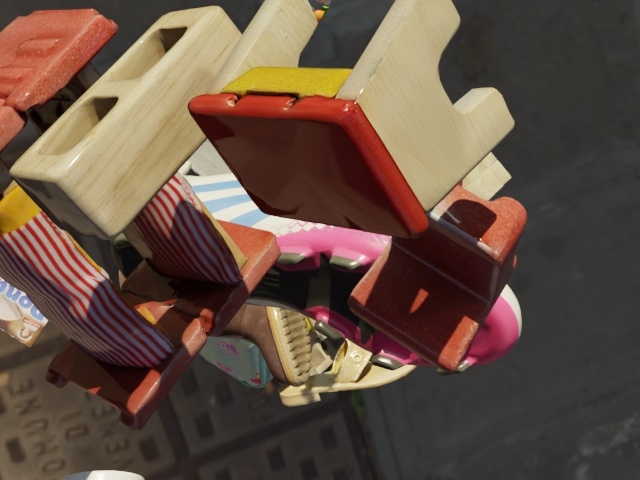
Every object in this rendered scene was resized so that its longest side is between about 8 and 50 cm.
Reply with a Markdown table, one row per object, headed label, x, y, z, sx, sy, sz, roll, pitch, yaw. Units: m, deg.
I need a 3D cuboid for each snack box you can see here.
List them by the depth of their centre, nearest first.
| label | x | y | z | sx | sy | sz | roll | pitch | yaw |
| --- | --- | --- | --- | --- | --- | --- | --- | --- | --- |
| snack box | -0.445 | 0.069 | 1.473 | 0.178 | 0.022 | 0.064 | 37 | 72 | -23 |

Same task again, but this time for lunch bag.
| label | x | y | z | sx | sy | sz | roll | pitch | yaw |
| --- | --- | --- | --- | --- | --- | --- | --- | --- | --- |
| lunch bag | -0.169 | 0.096 | 1.785 | 0.108 | 0.279 | 0.224 | -44 | 153 | -31 |

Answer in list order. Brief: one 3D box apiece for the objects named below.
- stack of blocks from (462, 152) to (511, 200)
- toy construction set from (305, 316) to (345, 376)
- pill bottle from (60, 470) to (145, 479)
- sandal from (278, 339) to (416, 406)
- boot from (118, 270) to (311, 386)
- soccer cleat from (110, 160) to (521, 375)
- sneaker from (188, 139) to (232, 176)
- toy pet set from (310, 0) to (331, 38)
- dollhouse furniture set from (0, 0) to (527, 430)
| label | x | y | z | sx | sy | sz | roll | pitch | yaw |
| --- | --- | --- | --- | --- | --- | --- | --- | --- | --- |
| stack of blocks | 0.200 | -0.049 | 1.935 | 0.087 | 0.297 | 0.171 | 51 | 127 | 2 |
| toy construction set | 0.001 | 0.137 | 1.946 | 0.257 | 0.309 | 0.237 | -27 | 90 | 9 |
| pill bottle | -0.359 | 0.554 | 1.792 | 0.188 | 0.188 | 0.334 | 6 | 63 | -19 |
| sandal | 0.041 | 0.202 | 1.826 | 0.240 | 0.088 | 0.079 | -16 | 107 | -4 |
| boot | -0.135 | 0.099 | 1.406 | 0.207 | 0.090 | 0.248 | -26 | 74 | 17 |
| soccer cleat | 0.000 | 0.000 | 0.845 | 0.331 | 0.143 | 0.116 | 12 | 132 | 19 |
| sneaker | -0.125 | -0.130 | 1.879 | 0.292 | 0.169 | 0.108 | 43 | 117 | 17 |
| toy pet set | -0.002 | -0.316 | 1.265 | 0.065 | 0.114 | 0.122 | 28 | 70 | -3 |
| dollhouse furniture set | -0.067 | 0.001 | 0.567 | 0.152 | 0.374 | 0.201 | -51 | 125 | -21 |
